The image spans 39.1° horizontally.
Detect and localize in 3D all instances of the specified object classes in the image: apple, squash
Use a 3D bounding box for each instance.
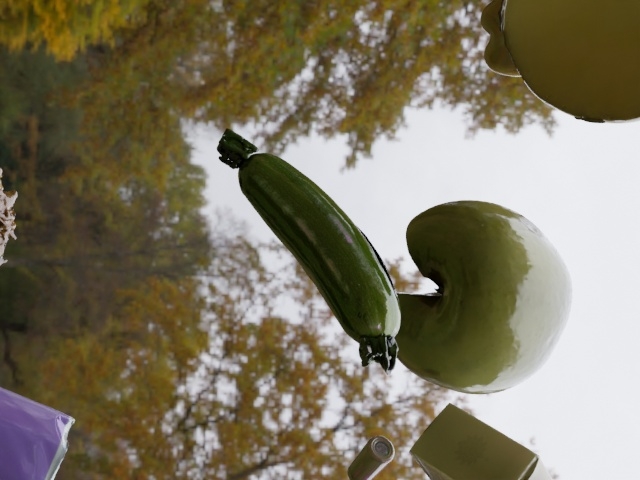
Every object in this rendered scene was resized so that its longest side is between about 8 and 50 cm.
[{"bbox_3d":[0.230,0.085,1.349,0.292,0.254,0.292,-16,-111,47],"label":"apple"},{"bbox_3d":[0.001,0.000,0.893,0.071,0.080,0.318,-45,-120,12],"label":"squash"}]

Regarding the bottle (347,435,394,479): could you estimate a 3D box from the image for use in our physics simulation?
[{"bbox_3d":[0.076,0.340,1.383,0.096,0.045,0.045,119,-32,-46],"label":"bottle"}]

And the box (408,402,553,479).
[{"bbox_3d":[0.241,0.341,1.222,0.168,0.095,0.212,27,-22,49],"label":"box"}]

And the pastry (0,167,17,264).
[{"bbox_3d":[-0.734,-0.088,1.624,0.337,0.292,0.405,-35,110,-68],"label":"pastry"}]

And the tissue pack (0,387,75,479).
[{"bbox_3d":[-0.462,0.241,0.952,0.160,0.338,0.242,-33,-145,61],"label":"tissue pack"}]

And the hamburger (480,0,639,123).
[{"bbox_3d":[0.351,-0.273,1.141,0.186,0.302,0.261,-26,101,-72],"label":"hamburger"}]
